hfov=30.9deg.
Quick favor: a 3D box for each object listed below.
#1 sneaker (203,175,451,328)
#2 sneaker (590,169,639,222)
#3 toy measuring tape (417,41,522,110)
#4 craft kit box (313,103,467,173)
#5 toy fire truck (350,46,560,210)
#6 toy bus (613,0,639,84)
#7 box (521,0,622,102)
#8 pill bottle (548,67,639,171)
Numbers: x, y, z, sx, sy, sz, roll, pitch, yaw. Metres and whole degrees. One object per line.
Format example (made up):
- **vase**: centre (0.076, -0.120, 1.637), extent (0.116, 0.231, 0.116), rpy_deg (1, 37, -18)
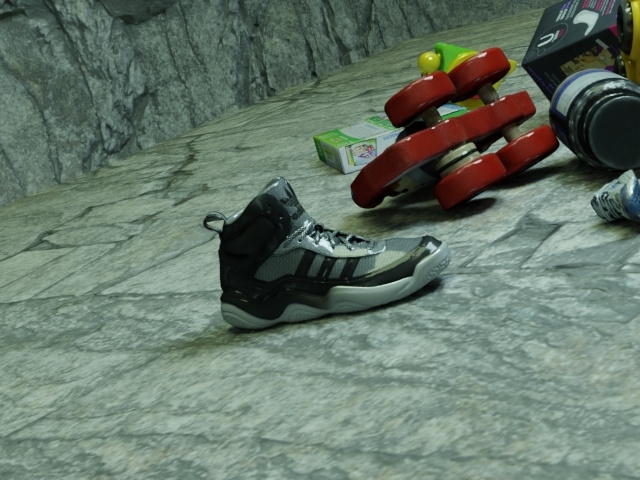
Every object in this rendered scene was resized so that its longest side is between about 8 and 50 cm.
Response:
- **sneaker**: centre (0.000, 0.000, 1.267), extent (0.269, 0.153, 0.101), rpy_deg (-13, 14, 15)
- **sneaker**: centre (0.332, -0.039, 1.281), extent (0.058, 0.052, 0.135), rpy_deg (-23, 4, 14)
- **toy measuring tape**: centre (0.331, -0.291, 2.185), extent (0.330, 0.121, 0.121), rpy_deg (10, 5, -19)
- **craft kit box**: centre (0.128, -0.198, 2.163), extent (0.247, 0.060, 0.250), rpy_deg (-15, 13, -7)
- **toy fire truck**: centre (0.167, -0.123, 1.636), extent (0.302, 0.169, 0.254), rpy_deg (-26, -8, -39)
- **toy bus**: centre (0.499, -0.227, 1.607), extent (0.150, 0.220, 0.211), rpy_deg (-4, 47, 5)
- **box**: centre (0.481, -0.321, 1.831), extent (0.270, 0.143, 0.165), rpy_deg (-19, 33, 44)
- **pill bottle**: centre (0.379, -0.158, 1.533), extent (0.123, 0.122, 0.219), rpy_deg (-15, 14, 5)
